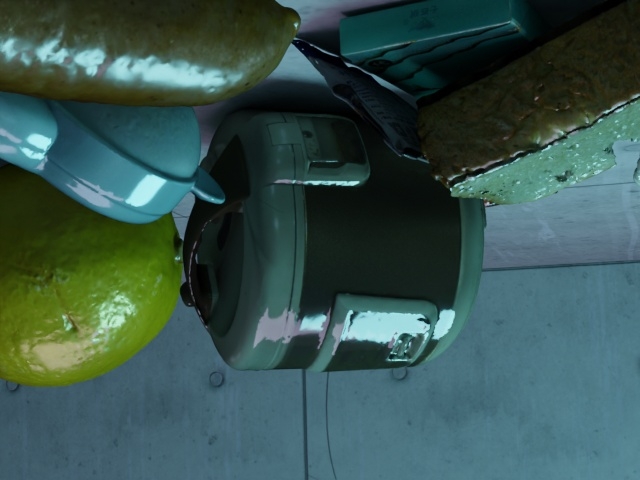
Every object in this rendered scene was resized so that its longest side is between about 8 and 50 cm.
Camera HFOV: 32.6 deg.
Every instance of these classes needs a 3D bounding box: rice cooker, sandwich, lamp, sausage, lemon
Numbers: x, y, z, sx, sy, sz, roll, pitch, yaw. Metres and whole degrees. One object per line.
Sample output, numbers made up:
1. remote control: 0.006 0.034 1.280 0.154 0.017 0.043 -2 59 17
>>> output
1. rice cooker: 0.000 0.000 1.313 0.325 0.335 0.335 2 172 -19
2. sandwich: 0.249 -0.125 1.005 0.273 0.095 0.249 -25 166 25
3. lamp: -0.214 -0.110 0.925 0.284 0.147 0.209 -1 -142 -43
4. sausage: -0.218 -0.167 0.739 0.500 0.123 0.136 6 142 -47
5. lemon: -0.360 0.040 1.530 0.347 0.348 0.348 -2 173 0

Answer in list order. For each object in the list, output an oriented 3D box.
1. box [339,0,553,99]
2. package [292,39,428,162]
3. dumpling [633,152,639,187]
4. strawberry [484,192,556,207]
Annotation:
1. box: 0.139 -0.176 1.030 0.160 0.042 0.226 -8 170 27
2. package: 0.065 -0.126 1.063 0.027 0.173 0.171 -53 152 17
3. dumpling: 0.480 -0.121 1.239 0.226 0.243 0.175 22 -158 -27
4. strawberry: 0.250 -0.095 1.597 0.188 0.082 0.121 -9 -166 -14
